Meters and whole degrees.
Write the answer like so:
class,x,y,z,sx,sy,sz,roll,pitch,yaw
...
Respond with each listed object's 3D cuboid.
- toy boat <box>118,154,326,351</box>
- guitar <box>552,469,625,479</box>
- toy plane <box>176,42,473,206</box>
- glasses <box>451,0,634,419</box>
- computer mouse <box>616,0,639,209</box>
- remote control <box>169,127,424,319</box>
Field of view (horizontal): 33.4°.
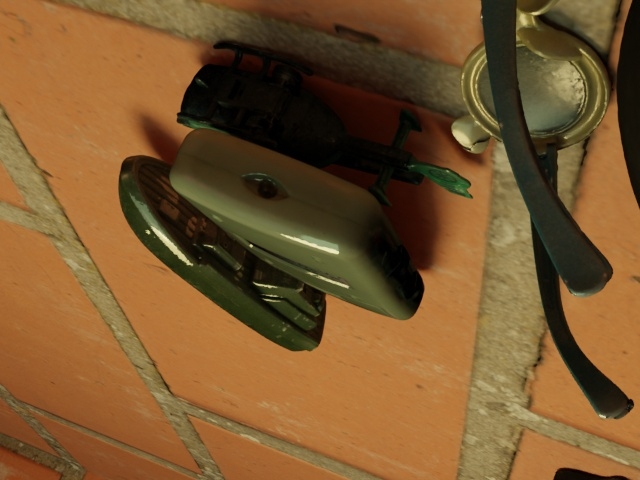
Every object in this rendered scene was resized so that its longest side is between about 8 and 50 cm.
class,x,y,z,sx,sy,sz,roll,pitch,yaw
toy boat,-0.077,0.009,0.917,0.085,0.078,0.260,-19,135,33
guitar,0.341,0.270,1.100,0.088,0.025,0.233,39,153,-25
toy plane,-0.011,-0.070,0.709,0.235,0.060,0.096,18,163,24
glasses,0.120,-0.042,0.496,0.088,0.220,0.189,-20,143,4
computer mouse,0.192,-0.017,0.468,0.269,0.086,0.137,64,174,-25
remote control,0.000,0.000,0.763,0.140,0.056,0.296,24,174,16
